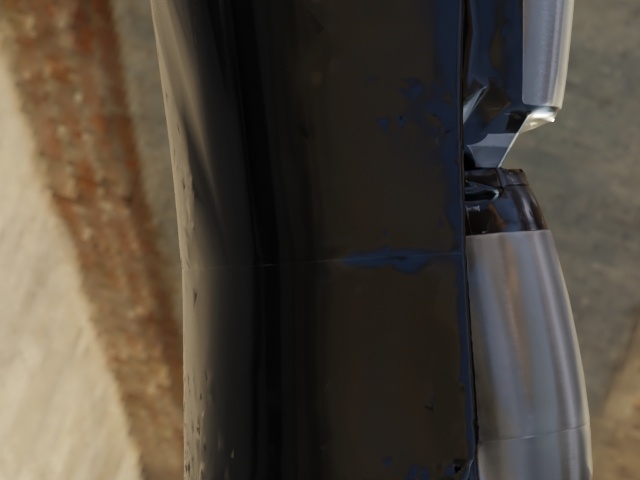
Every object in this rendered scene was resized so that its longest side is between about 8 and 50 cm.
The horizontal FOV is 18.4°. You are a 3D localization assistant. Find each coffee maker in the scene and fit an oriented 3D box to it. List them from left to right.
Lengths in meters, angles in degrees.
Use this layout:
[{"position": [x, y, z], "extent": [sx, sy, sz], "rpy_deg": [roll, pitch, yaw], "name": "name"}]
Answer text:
[{"position": [0.000, 0.000, 0.560], "extent": [0.171, 0.120, 0.178], "rpy_deg": [-4, 89, -43], "name": "coffee maker"}]
